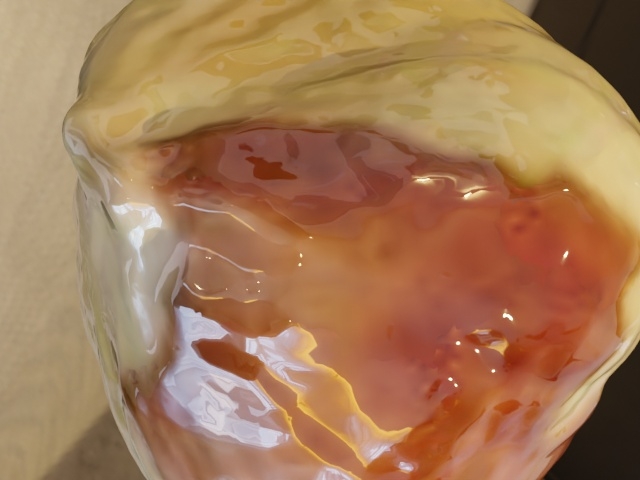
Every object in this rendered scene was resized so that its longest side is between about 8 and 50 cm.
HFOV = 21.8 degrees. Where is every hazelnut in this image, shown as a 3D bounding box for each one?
[{"bbox_3d":[0.000,0.000,0.651,0.241,0.261,0.261,9,107,-34],"label":"hazelnut"}]
